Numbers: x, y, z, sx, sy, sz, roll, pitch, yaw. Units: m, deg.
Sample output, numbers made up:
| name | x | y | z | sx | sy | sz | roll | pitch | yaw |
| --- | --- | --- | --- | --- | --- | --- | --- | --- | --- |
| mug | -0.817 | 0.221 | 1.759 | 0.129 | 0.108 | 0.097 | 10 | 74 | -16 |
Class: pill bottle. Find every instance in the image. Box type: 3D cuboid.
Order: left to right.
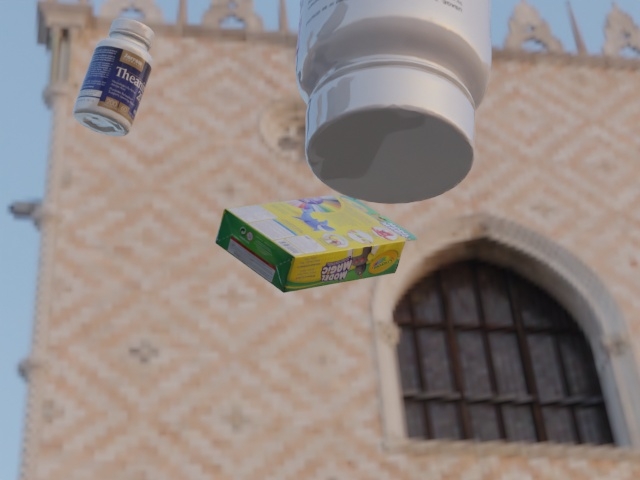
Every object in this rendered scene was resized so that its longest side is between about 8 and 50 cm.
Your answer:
| name | x | y | z | sx | sy | sz | roll | pitch | yaw |
| --- | --- | --- | --- | --- | --- | --- | --- | --- | --- |
| pill bottle | -0.224 | -0.181 | 1.722 | 0.067 | 0.120 | 0.067 | 15 | -17 | 5 |
| pill bottle | 0.061 | -0.184 | 1.298 | 0.160 | 0.283 | 0.160 | 3 | -32 | 2 |

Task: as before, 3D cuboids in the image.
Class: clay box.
| name | x | y | z | sx | sy | sz | roll | pitch | yaw |
| --- | --- | --- | --- | --- | --- | --- | --- | --- | --- |
| clay box | 0.000 | 0.000 | 1.858 | 0.222 | 0.127 | 0.053 | -7 | -58 | -46 |
